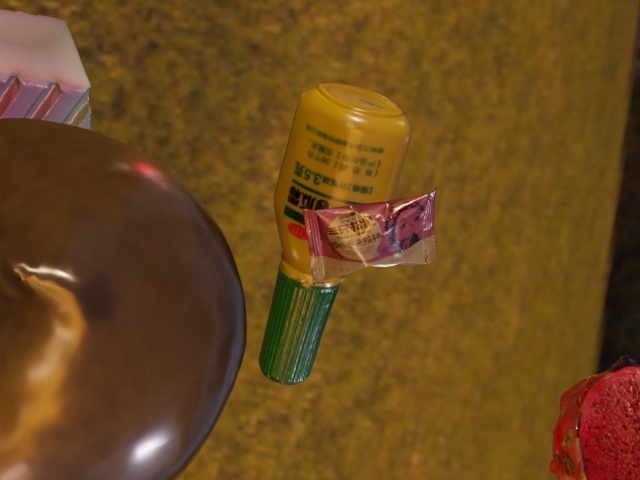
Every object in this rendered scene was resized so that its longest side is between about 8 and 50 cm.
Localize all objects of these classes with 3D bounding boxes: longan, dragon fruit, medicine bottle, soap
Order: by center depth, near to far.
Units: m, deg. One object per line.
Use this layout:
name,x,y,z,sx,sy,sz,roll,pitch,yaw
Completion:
longan,-0.204,0.063,1.203,0.319,0.319,0.319,11,90,-75
medicine bottle,0.000,0.000,1.418,0.064,0.095,0.260,-60,167,-63
dragon fruit,0.248,0.182,1.543,0.153,0.111,0.153,8,77,-35
soap,-0.389,-0.124,2.043,0.324,0.193,0.109,-48,-129,38

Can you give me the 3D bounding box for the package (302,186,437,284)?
package,0.032,-0.002,1.056,0.029,0.083,0.059,-111,-167,-51
